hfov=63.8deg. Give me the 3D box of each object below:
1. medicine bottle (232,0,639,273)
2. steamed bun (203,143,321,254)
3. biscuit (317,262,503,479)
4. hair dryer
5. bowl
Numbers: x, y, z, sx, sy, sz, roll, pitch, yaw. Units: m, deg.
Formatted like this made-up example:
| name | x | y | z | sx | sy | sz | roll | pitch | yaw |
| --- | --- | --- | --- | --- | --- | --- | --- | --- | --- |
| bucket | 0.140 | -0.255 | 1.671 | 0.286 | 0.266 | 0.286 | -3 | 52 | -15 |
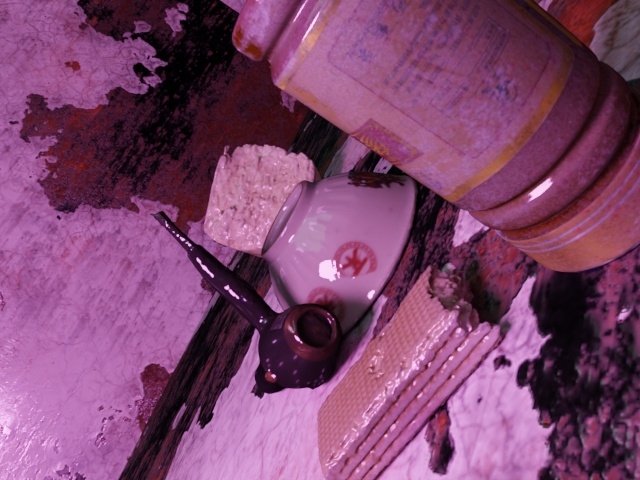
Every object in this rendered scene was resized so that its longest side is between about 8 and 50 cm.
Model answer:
| name | x | y | z | sx | sy | sz | roll | pitch | yaw |
| --- | --- | --- | --- | --- | --- | --- | --- | --- | --- |
| medicine bottle | 0.105 | -0.117 | 0.393 | 0.151 | 0.322 | 0.151 | -53 | 16 | 22 |
| steamed bun | -0.113 | -0.082 | 1.329 | 0.272 | 0.273 | 0.290 | 21 | 81 | 32 |
| biscuit | 0.077 | 0.137 | 0.520 | 0.239 | 0.062 | 0.108 | -55 | 15 | 17 |
| hair dryer | -0.130 | 0.091 | 0.786 | 0.120 | 0.359 | 0.303 | -43 | -5 | -29 |
| bowl | 0.000 | 0.000 | 0.872 | 0.337 | 0.158 | 0.337 | -55 | 14 | 21 |
